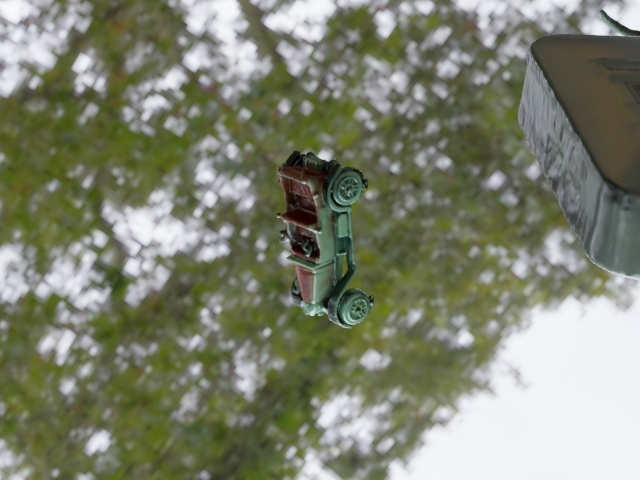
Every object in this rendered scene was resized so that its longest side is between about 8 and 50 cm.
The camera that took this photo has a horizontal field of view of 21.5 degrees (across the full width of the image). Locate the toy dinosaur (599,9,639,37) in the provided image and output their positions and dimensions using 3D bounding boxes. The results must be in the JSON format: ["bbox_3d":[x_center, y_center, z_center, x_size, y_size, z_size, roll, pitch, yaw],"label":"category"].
[{"bbox_3d":[0.404,-0.113,1.800,0.129,0.076,0.383,-40,-109,-20],"label":"toy dinosaur"}]

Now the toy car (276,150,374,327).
[{"bbox_3d":[0.000,0.000,1.364,0.054,0.143,0.073,-19,-153,-35],"label":"toy car"}]

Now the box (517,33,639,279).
[{"bbox_3d":[0.401,-0.077,1.523,0.396,0.111,0.396,1,-154,-5],"label":"box"}]
